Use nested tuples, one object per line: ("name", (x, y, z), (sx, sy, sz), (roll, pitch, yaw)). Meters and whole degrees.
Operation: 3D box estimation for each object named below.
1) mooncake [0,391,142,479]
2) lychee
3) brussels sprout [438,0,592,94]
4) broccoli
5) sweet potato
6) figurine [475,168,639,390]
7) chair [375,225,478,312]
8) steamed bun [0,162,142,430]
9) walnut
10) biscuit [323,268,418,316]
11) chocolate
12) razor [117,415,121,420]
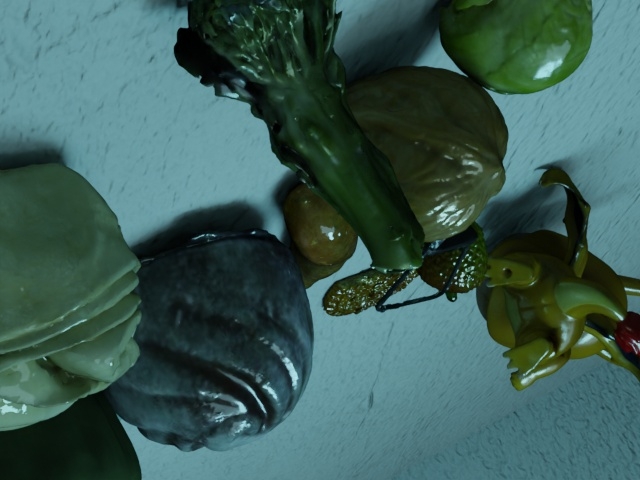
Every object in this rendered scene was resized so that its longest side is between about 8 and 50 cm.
("mooncake", (-0.393, 0.293, 1.781), (0.351, 0.187, 0.351), (-28, 163, -9))
("lychee", (0.199, 0.026, 2.183), (0.114, 0.114, 0.146), (-19, 132, -35))
("brussels sprout", (0.219, -0.233, 1.541), (0.183, 0.145, 0.131), (-38, -172, 33))
("broccoli", (0.005, -0.106, 1.268), (0.145, 0.304, 0.165), (-24, -172, 36))
("sweet potato", (0.001, 0.000, 1.843), (0.097, 0.097, 0.292), (-29, 162, -11))
("figurine", (0.401, 0.118, 2.356), (0.268, 0.401, 0.387), (-34, 171, 15))
("chair", (0.137, -0.032, 1.917), (0.145, 0.140, 0.221), (-15, 152, -43))
("steamed bun", (-0.292, 0.080, 1.395), (0.276, 0.203, 0.289), (-11, 153, -48))
("walnut", (0.105, -0.093, 1.572), (0.213, 0.213, 0.213), (-29, 161, -11))
("biscuit", (0.079, 0.079, 2.265), (0.206, 0.025, 0.126), (-15, 155, -40))
("chocolate", (-0.137, 0.147, 1.750), (0.303, 0.213, 0.303), (-21, 160, -8))
("razor", (-0.221, 0.186, 1.997), (0.278, 0.111, 0.056), (-34, 136, 30))
